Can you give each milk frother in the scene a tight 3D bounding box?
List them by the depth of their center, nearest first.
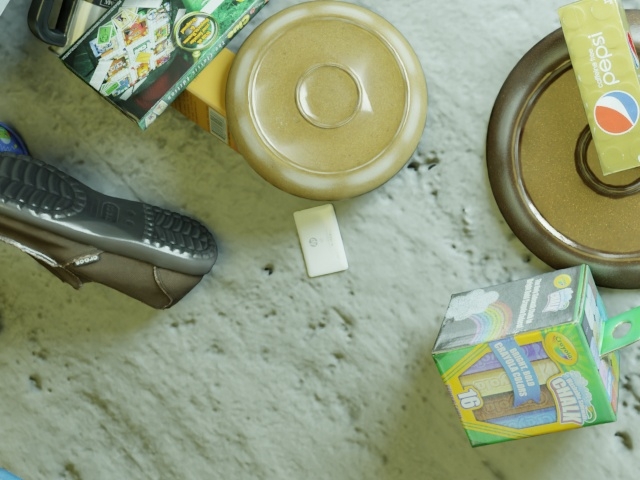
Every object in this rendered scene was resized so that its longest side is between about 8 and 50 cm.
[{"bbox_3d":[-0.312,-0.306,1.498,0.143,0.129,0.134,46,119,57],"label":"milk frother"}]

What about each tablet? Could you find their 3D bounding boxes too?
[{"bbox_3d":[0.000,0.000,1.457,0.054,0.006,0.083,-13,93,23],"label":"tablet"}]

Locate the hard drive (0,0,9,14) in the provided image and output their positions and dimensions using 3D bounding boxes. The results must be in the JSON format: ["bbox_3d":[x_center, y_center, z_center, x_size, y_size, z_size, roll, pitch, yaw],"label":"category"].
[{"bbox_3d":[-0.533,-0.322,1.499,0.353,0.047,0.233,16,71,33],"label":"hard drive"}]

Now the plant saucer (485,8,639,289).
[{"bbox_3d":[0.327,-0.095,1.291,0.311,0.050,0.310,4,100,21],"label":"plant saucer"}]

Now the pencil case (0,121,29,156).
[{"bbox_3d":[-0.521,-0.041,1.596,0.306,0.119,0.133,-33,62,24],"label":"pencil case"}]

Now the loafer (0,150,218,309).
[{"bbox_3d":[-0.316,0.002,1.464,0.366,0.134,0.130,21,117,-8],"label":"loafer"}]

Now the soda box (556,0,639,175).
[{"bbox_3d":[0.302,-0.163,1.231,0.061,0.058,0.181,-15,92,23],"label":"soda box"}]

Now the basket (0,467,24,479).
[{"bbox_3d":[-0.357,0.455,1.562,0.289,0.201,0.254,23,107,7],"label":"basket"}]

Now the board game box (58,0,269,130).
[{"bbox_3d":[-0.171,-0.263,1.401,0.136,0.030,0.259,39,79,17],"label":"board game box"}]

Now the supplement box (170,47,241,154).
[{"bbox_3d":[-0.152,-0.200,1.438,0.233,0.080,0.078,37,68,12],"label":"supplement box"}]

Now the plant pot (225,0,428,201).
[{"bbox_3d":[0.008,-0.163,1.358,0.236,0.032,0.236,0,86,-3],"label":"plant pot"}]

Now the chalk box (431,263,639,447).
[{"bbox_3d":[0.251,0.121,1.291,0.213,0.132,0.132,-14,112,24],"label":"chalk box"}]
